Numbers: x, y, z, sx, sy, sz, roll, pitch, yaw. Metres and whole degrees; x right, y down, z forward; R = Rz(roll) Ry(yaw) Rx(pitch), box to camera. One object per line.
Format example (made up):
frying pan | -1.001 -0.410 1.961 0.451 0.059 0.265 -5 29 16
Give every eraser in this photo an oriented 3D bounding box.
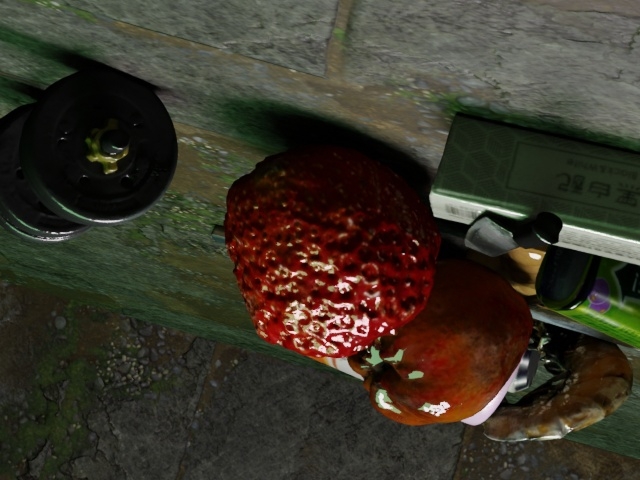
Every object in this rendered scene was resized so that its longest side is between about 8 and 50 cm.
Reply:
eraser | 0.318 -0.032 1.541 0.403 0.096 0.098 13 167 10

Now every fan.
fan | 0.357 0.117 2.107 0.282 0.023 0.057 18 171 -19

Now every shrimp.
shrimp | 0.317 0.192 2.192 0.071 0.233 0.365 63 177 -21

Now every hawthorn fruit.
hawthorn fruit | 0.170 0.122 1.950 0.260 0.224 0.224 -22 -177 -23

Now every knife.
knife | 0.186 -0.007 1.555 0.060 0.028 0.230 30 169 -6

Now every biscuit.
biscuit | 0.353 0.059 2.014 0.351 0.057 0.312 22 165 -29

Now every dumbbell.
dumbbell | -0.302 -0.097 1.842 0.185 0.185 0.388 21 167 -23

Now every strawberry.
strawberry | 0.000 0.000 1.785 0.257 0.257 0.277 5 143 41

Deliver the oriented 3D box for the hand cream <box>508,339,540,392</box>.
hand cream | 0.187 0.134 2.459 0.358 0.118 0.185 21 172 21

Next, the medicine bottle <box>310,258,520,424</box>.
medicine bottle | 0.118 0.114 2.146 0.315 0.202 0.202 23 167 -10

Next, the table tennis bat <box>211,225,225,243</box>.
table tennis bat | -0.047 0.016 2.387 0.274 0.021 0.154 13 158 22

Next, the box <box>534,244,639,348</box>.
box | 0.413 0.073 1.811 0.345 0.134 0.097 22 167 -32
